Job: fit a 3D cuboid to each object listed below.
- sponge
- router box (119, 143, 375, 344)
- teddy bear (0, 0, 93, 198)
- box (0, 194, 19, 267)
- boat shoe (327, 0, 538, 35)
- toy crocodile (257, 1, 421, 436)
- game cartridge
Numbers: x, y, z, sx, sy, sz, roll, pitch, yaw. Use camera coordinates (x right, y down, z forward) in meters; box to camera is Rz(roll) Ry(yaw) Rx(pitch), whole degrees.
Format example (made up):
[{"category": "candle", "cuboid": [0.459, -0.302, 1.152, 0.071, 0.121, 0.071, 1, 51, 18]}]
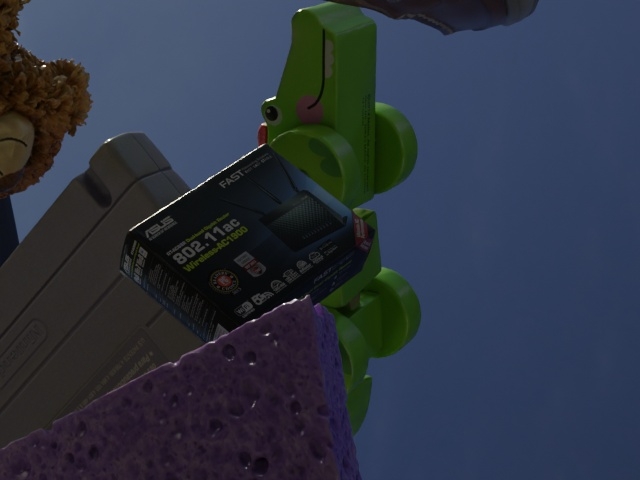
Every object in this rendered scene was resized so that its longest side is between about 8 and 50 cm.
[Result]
[{"category": "sponge", "cuboid": [-0.077, 0.120, 0.746, 0.210, 0.031, 0.117, -27, -129, 20]}, {"category": "router box", "cuboid": [-0.041, 0.006, 0.907, 0.092, 0.122, 0.038, 38, -41, 19]}, {"category": "teddy bear", "cuboid": [-0.289, -0.138, 1.064, 0.245, 0.338, 0.113, -34, -139, -22]}, {"category": "box", "cuboid": [-0.430, 0.074, 1.431, 0.294, 0.183, 0.296, 3, -64, 20]}, {"category": "boat shoe", "cuboid": [0.019, -0.161, 0.689, 0.116, 0.324, 0.123, -21, -106, 11]}, {"category": "toy crocodile", "cuboid": [0.000, 0.000, 1.098, 0.105, 0.115, 0.340, 10, -66, 27]}, {"category": "game cartridge", "cuboid": [-0.164, 0.121, 1.114, 0.230, 0.068, 0.355, 48, -59, 6]}]
